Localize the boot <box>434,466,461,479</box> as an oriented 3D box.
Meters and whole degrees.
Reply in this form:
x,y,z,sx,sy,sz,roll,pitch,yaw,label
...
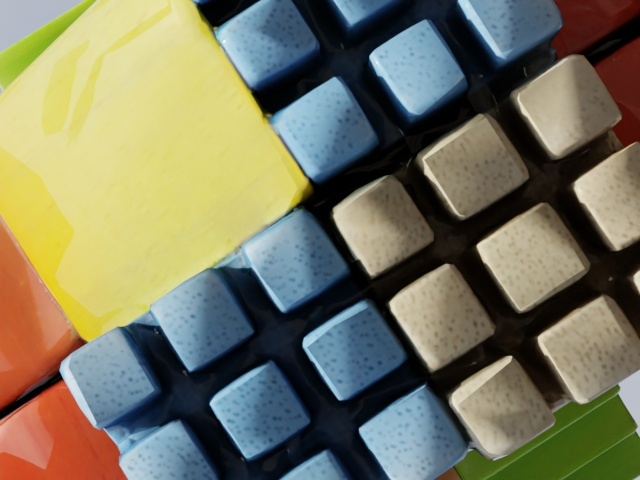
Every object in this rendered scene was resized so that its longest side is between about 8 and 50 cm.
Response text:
x,y,z,sx,sy,sz,roll,pitch,yaw,label
0.062,0.177,0.607,0.220,0.283,0.109,23,-168,40,boot

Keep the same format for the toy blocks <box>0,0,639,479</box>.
x,y,z,sx,sy,sz,roll,pitch,yaw,label
0.000,0.000,0.416,0.191,0.381,0.261,58,178,2,toy blocks
